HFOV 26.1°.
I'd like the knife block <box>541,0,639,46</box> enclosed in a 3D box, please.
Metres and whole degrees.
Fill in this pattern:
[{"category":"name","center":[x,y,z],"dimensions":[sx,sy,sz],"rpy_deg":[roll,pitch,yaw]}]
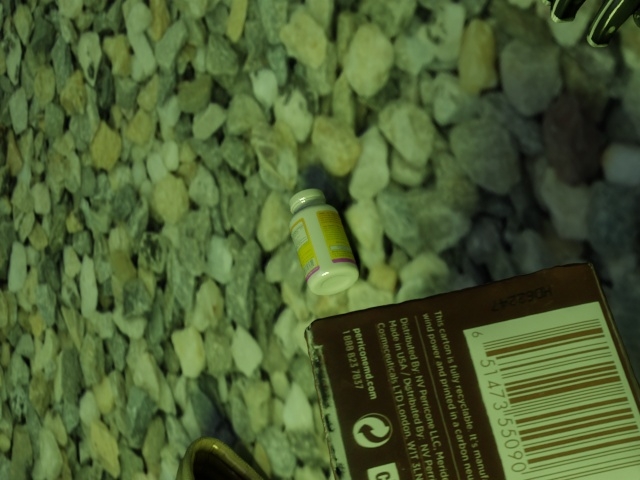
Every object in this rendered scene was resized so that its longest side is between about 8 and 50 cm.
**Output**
[{"category":"knife block","center":[0.230,-0.250,0.820],"dimensions":[0.242,0.088,0.276],"rpy_deg":[3,90,52]}]

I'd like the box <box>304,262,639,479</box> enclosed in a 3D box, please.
[{"category":"box","center":[0.096,0.148,0.790],"dimensions":[0.203,0.167,0.169],"rpy_deg":[79,178,-54]}]

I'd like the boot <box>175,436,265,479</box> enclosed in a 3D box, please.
[{"category":"boot","center":[-0.086,0.319,1.173],"dimensions":[0.203,0.095,0.262],"rpy_deg":[-62,37,26]}]

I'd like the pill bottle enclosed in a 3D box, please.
[{"category":"pill bottle","center":[0.000,0.000,1.131],"dimensions":[0.043,0.043,0.083],"rpy_deg":[-44,53,41]}]
